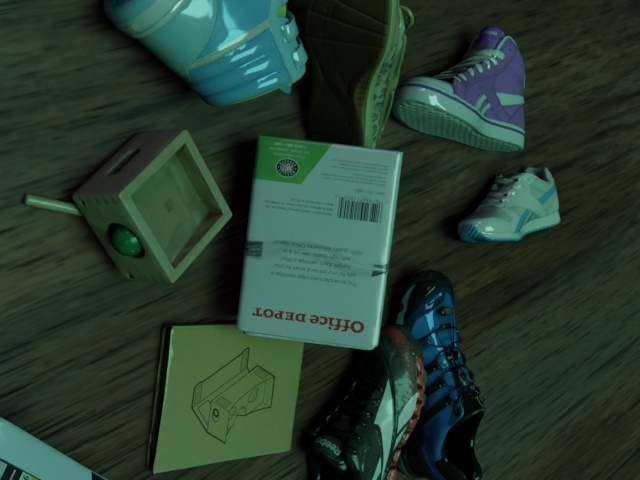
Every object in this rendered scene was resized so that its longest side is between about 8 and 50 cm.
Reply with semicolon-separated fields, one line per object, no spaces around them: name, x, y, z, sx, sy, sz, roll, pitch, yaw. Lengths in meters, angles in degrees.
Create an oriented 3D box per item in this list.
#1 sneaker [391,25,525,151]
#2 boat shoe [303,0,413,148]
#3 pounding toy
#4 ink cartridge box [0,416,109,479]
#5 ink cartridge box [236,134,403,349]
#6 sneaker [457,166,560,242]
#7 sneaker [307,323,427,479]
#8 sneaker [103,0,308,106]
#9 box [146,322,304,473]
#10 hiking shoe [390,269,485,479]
sneaker;0.190;-0.218;1.234;0.282;0.102;0.161;7;89;-55
boat shoe;0.043;-0.212;1.052;0.089;0.104;0.285;-44;155;-41
pounding toy;-0.187;-0.033;0.915;0.141;0.100;0.130;-53;130;-37
ink cartridge box;-0.321;0.308;0.753;0.272;0.130;0.309;47;51;-42
ink cartridge box;0.000;0.000;1.035;0.092;0.160;0.219;-43;141;-84
sneaker;0.271;-0.049;1.351;0.229;0.087;0.092;-20;104;-48
sneaker;0.054;0.237;1.178;0.135;0.098;0.276;18;86;-46
sneaker;-0.058;-0.277;0.964;0.319;0.127;0.208;-51;126;-13
box;-0.105;0.176;1.070;0.201;0.021;0.164;3;95;-45
hiking shoe;0.175;0.191;1.262;0.113;0.132;0.304;-14;107;-42
